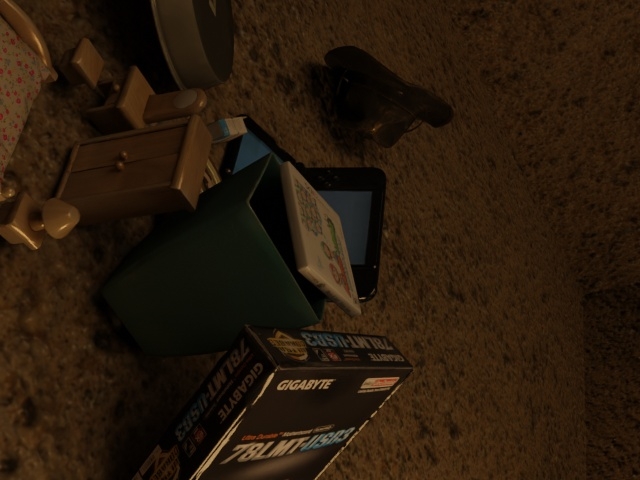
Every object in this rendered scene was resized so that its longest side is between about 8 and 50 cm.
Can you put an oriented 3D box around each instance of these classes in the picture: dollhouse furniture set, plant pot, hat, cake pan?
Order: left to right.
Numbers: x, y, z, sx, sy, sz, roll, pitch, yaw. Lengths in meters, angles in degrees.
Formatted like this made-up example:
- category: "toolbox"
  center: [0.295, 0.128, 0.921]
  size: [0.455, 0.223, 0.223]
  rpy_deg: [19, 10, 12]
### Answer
- category: "dollhouse furniture set"
  center: [-0.269, -0.183, 0.729]
  size: [0.355, 0.174, 0.303]
  rpy_deg: [62, 26, -49]
- category: "cake pan"
  center: [-0.186, -0.361, 1.045]
  size: [0.293, 0.054, 0.293]
  rpy_deg: [-4, 90, -83]
- category: "plant pot"
  center: [-0.131, 0.034, 0.851]
  size: [0.165, 0.234, 0.165]
  rpy_deg: [61, 17, -20]
- category: "hat"
  center: [0.115, -0.278, 1.490]
  size: [0.331, 0.331, 0.134]
  rpy_deg: [30, 91, -49]

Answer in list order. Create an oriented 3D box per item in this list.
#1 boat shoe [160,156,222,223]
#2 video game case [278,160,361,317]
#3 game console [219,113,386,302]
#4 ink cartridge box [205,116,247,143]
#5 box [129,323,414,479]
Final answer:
- category: "boat shoe"
  center: [-0.180, -0.030, 0.965]
  size: [0.095, 0.095, 0.257]
  rpy_deg: [-35, 105, -53]
- category: "video game case"
  center: [0.000, 0.000, 0.855]
  size: [0.143, 0.019, 0.157]
  rpy_deg: [45, 27, -50]
- category: "game console"
  center: [-0.027, -0.061, 1.165]
  size: [0.173, 0.250, 0.293]
  rpy_deg: [78, 16, -51]
- category: "ink cartridge box"
  center: [-0.153, -0.177, 1.127]
  size: [0.083, 0.048, 0.028]
  rpy_deg: [-26, 97, -59]
- category: "box"
  center: [-0.061, 0.234, 0.836]
  size: [0.073, 0.293, 0.295]
  rpy_deg: [48, 18, 30]
